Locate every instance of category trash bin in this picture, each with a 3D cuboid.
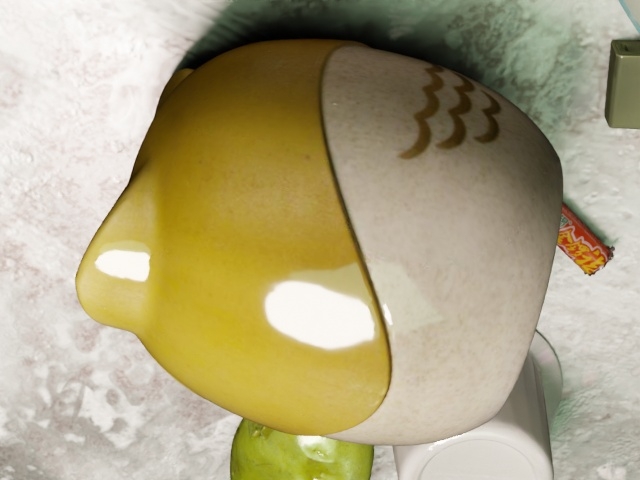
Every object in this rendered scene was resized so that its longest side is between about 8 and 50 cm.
[{"bbox_3d":[0.348,-0.172,1.397,0.061,0.043,0.092,1,124,0],"label":"trash bin"}]

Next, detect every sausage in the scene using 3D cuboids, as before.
[{"bbox_3d":[0.283,-0.020,1.485,0.145,0.048,0.050,43,151,-20],"label":"sausage"}]

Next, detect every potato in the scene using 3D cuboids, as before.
[{"bbox_3d":[-0.022,0.273,1.592,0.186,0.148,0.253,38,131,6],"label":"potato"}]

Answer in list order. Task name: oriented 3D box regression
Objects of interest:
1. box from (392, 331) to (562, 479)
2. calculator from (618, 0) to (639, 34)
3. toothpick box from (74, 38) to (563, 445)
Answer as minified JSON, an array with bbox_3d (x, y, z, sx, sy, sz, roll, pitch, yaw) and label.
[{"bbox_3d":[0.191,0.258,1.557,0.262,0.206,0.291,-28,114,17],"label":"box"},{"bbox_3d":[0.465,-0.221,1.224,0.054,0.386,0.256,5,132,-51],"label":"calculator"},{"bbox_3d":[0.000,0.000,1.295,0.425,0.409,0.408,15,120,-1],"label":"toothpick box"}]
